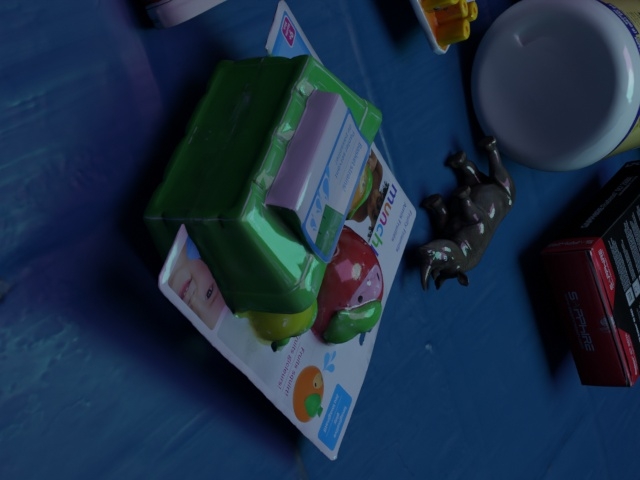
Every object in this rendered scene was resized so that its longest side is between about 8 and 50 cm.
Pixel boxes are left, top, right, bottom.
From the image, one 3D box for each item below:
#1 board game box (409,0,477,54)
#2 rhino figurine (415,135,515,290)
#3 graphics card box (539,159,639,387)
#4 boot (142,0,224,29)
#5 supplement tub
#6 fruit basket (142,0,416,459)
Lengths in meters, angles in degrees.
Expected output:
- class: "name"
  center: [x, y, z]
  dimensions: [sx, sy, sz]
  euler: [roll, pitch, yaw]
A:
- class: "board game box"
  center: [0.146, -0.495, 1.233]
  dimensions: [0.390, 0.050, 0.390]
  euler: [61, 38, -27]
- class: "rhino figurine"
  center: [0.185, -0.022, 1.257]
  dimensions: [0.106, 0.073, 0.243]
  euler: [56, 49, -27]
- class: "graphics card box"
  center: [0.487, 0.039, 1.537]
  dimensions: [0.371, 0.094, 0.232]
  euler: [-37, 112, -43]
- class: "boot"
  center: [-0.080, -0.323, 0.890]
  dimensions: [0.244, 0.088, 0.176]
  euler: [-30, 110, -16]
- class: "supplement tub"
  center: [0.392, -0.236, 1.399]
  dimensions: [0.331, 0.241, 0.241]
  euler: [-19, 101, -50]
- class: "fruit basket"
  center: [0.000, 0.000, 0.957]
  dimensions: [0.353, 0.165, 0.327]
  euler: [49, 51, -41]
